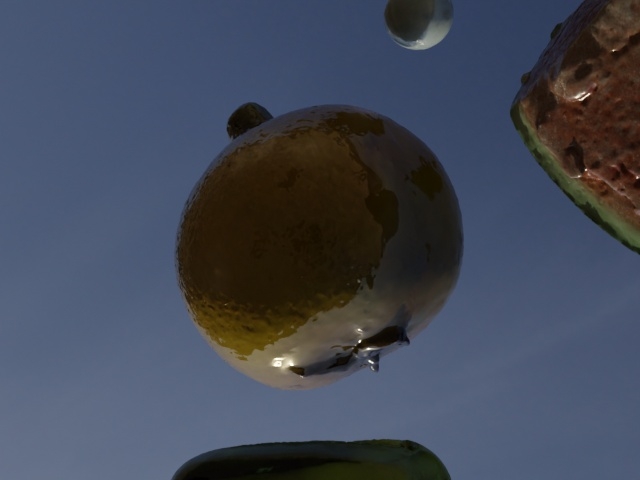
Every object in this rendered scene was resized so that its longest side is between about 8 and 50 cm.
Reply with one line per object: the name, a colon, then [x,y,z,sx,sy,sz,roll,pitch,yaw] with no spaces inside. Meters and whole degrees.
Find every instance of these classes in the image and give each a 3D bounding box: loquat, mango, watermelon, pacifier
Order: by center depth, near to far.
mango: [-0.008,0.148,0.613,0.165,0.091,0.074,-8,-103,21]
watermelon: [0.320,-0.155,0.903,0.283,0.250,0.292,26,-50,19]
loquat: [-0.009,-0.013,1.243,0.328,0.328,0.359,-46,-120,31]
pacifier: [0.095,-0.332,1.294,0.238,0.287,0.225,-8,-98,15]
